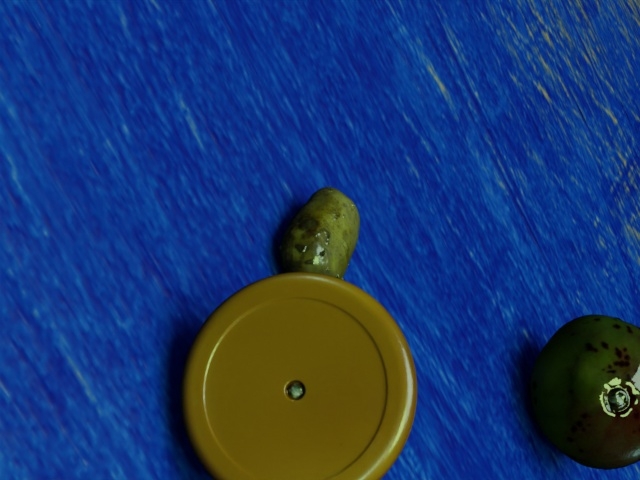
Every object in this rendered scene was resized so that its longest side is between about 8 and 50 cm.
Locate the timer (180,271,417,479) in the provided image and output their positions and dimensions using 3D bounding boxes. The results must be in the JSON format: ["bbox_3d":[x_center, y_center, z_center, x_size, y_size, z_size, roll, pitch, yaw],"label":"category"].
[{"bbox_3d":[0.001,0.096,0.804,0.152,0.132,0.132,45,36,-73],"label":"timer"}]

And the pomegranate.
[{"bbox_3d":[0.233,0.122,1.106,0.130,0.130,0.130,28,54,-47],"label":"pomegranate"}]

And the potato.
[{"bbox_3d":[0.000,0.000,0.888,0.051,0.040,0.083,66,33,-34],"label":"potato"}]
